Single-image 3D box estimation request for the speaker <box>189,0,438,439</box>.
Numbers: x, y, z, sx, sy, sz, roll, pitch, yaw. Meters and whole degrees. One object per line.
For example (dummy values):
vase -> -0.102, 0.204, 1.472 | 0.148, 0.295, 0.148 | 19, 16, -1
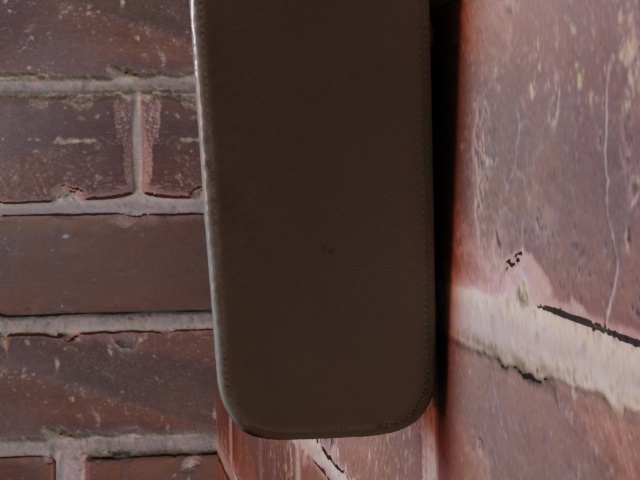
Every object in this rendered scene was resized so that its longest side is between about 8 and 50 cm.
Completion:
speaker -> -0.003, -0.061, 1.379 | 0.184, 0.183, 0.406 | -99, 7, -75
